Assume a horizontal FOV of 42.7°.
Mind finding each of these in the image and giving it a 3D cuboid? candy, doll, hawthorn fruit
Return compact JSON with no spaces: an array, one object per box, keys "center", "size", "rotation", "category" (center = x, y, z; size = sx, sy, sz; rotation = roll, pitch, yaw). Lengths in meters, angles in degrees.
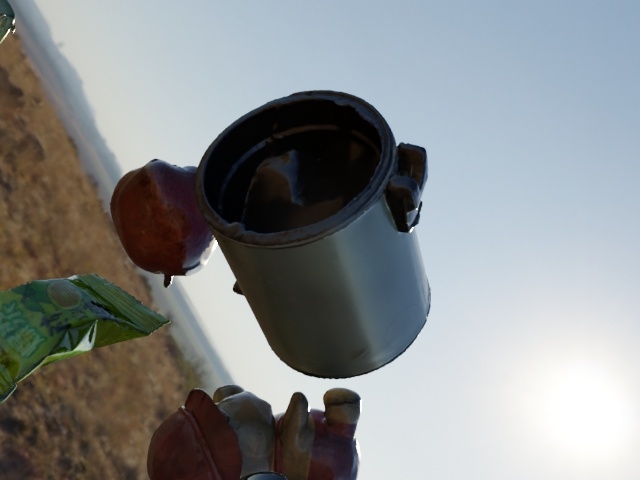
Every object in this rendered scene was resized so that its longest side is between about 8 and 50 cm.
[{"center":[-0.310,0.091,0.938],"size":[0.149,0.246,0.069],"rotation":[37,-60,25],"category":"candy"},{"center":[-0.081,0.249,0.995],"size":[0.152,0.255,0.196],"rotation":[-113,-155,-56],"category":"doll"},{"center":[-0.245,-0.024,1.326],"size":[0.185,0.185,0.203],"rotation":[124,-38,-80],"category":"hawthorn fruit"}]

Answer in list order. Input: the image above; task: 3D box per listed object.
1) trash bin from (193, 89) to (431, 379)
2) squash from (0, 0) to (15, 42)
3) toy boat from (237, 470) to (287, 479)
[{"center":[0.000,0.000,0.931],"size":[0.277,0.217,0.263],"rotation":[7,-37,23],"category":"trash bin"},{"center":[-0.574,-0.346,1.130],"size":[0.289,0.203,0.111],"rotation":[45,-54,22],"category":"squash"},{"center":[-0.072,0.216,0.582],"size":[0.055,0.141,0.060],"rotation":[47,12,25],"category":"toy boat"}]
